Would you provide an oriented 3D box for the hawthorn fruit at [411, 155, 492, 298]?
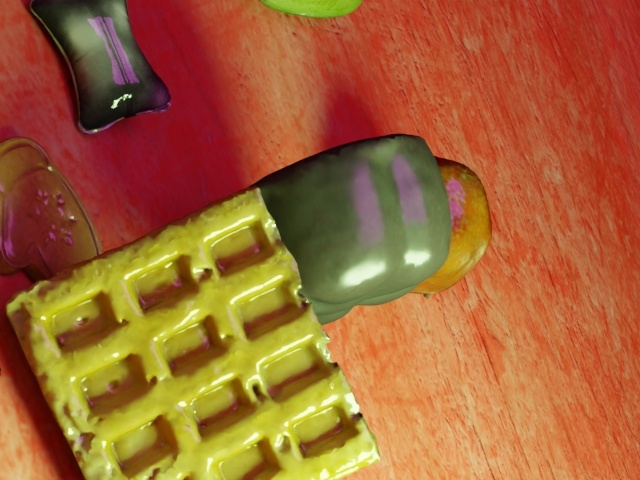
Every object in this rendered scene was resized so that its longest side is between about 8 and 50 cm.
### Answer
[{"bbox_3d":[0.118,-0.007,1.556,0.203,0.163,0.162,34,44,-56],"label":"hawthorn fruit"}]

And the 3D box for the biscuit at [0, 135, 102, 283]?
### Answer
[{"bbox_3d":[-0.228,-0.012,1.157,0.140,0.023,0.118,57,33,-18],"label":"biscuit"}]

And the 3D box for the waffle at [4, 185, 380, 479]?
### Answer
[{"bbox_3d":[-0.099,0.111,1.127,0.221,0.055,0.248,-25,93,-13],"label":"waffle"}]

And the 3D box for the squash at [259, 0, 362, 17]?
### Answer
[{"bbox_3d":[-0.013,-0.282,1.602,0.201,0.066,0.066,-14,83,-58],"label":"squash"}]

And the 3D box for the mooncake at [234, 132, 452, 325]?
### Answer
[{"bbox_3d":[0.000,0.000,1.283,0.245,0.245,0.133,-4,74,-57],"label":"mooncake"}]

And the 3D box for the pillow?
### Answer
[{"bbox_3d":[-0.194,-0.167,1.272,0.091,0.055,0.135,-20,87,-56],"label":"pillow"}]
